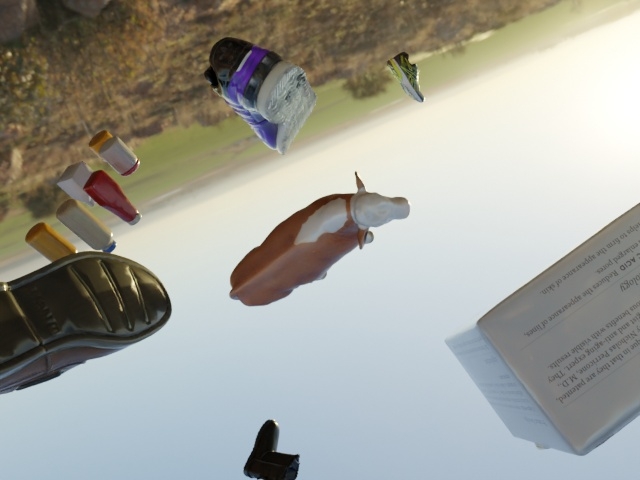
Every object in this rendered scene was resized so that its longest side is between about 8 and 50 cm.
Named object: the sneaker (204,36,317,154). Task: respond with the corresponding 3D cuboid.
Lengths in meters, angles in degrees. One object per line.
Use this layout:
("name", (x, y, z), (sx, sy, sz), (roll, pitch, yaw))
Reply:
("sneaker", (-0.095, -0.226, 0.978), (0.102, 0.146, 0.293), (-58, 174, -5))

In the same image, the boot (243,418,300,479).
("boot", (-0.079, 0.392, 1.191), (0.099, 0.045, 0.121), (0, -129, 38))

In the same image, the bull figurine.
("bull figurine", (0.000, 0.000, 0.968), (0.310, 0.101, 0.188), (-30, 171, 22))

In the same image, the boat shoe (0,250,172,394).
("boat shoe", (-0.283, 0.086, 0.660), (0.104, 0.111, 0.307), (-33, 168, 25))

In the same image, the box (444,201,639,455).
("box", (0.220, 0.074, 0.550), (0.182, 0.119, 0.181), (-34, 168, -5))

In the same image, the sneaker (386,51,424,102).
("sneaker", (0.134, -0.240, 0.959), (0.035, 0.083, 0.031), (-40, -154, 2))

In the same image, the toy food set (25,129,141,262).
("toy food set", (-0.340, -0.062, 1.013), (0.111, 0.104, 0.232), (-12, -135, 32))
